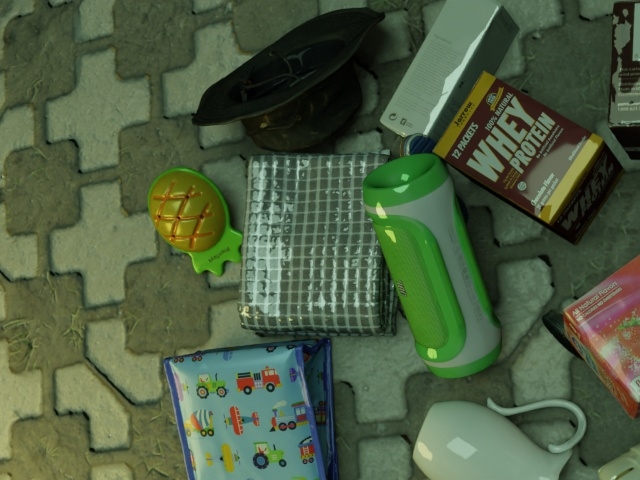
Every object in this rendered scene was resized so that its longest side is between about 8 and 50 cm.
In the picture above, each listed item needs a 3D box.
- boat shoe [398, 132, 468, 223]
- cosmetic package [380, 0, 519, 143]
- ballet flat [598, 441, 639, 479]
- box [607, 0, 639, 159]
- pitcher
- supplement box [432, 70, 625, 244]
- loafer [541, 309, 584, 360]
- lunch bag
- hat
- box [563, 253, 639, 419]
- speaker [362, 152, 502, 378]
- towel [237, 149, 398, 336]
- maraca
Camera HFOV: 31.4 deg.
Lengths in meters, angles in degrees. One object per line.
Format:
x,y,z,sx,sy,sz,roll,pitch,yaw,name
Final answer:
0.146,-0.081,1.624,0.066,0.183,0.066,21,59,46,boat shoe
0.191,-0.243,1.662,0.085,0.117,0.231,32,95,24,cosmetic package
0.386,0.354,1.466,0.123,0.123,0.348,34,98,24,ballet flat
0.475,-0.206,1.486,0.168,0.203,0.167,0,81,23,box
0.247,0.276,1.558,0.207,0.125,0.178,20,68,14,pitcher
0.288,-0.108,1.553,0.191,0.194,0.129,35,96,24,supplement box
0.382,0.139,1.551,0.170,0.062,0.061,34,81,18,loafer
-0.092,0.303,1.692,0.221,0.138,0.293,-7,87,19,lunch bag
-0.026,-0.218,1.723,0.331,0.331,0.134,-23,113,18,hat
0.471,0.073,1.443,0.300,0.142,0.154,-35,68,0,box
0.155,0.037,1.548,0.131,0.131,0.296,-13,113,21,speaker
0.000,0.000,1.697,0.235,0.121,0.284,-1,80,22,towel
-0.196,-0.030,1.802,0.127,0.099,0.186,-34,95,23,maraca
